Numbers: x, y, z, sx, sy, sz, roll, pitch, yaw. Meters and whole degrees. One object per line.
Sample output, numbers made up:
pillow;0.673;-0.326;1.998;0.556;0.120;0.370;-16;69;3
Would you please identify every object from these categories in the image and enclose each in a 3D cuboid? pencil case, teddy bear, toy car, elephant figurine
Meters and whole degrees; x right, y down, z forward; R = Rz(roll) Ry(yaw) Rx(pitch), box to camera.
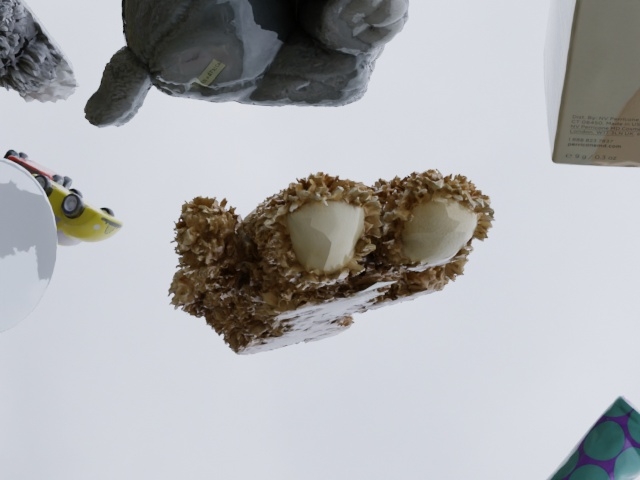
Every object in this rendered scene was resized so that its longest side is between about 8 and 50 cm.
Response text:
pencil case;0.241;0.211;1.722;0.070;0.152;0.064;46;-7;-23
teddy bear;0.000;0.000;1.498;0.338;0.245;0.113;105;-27;-78
toy car;-0.317;-0.065;1.864;0.053;0.225;0.239;-62;-153;2
elephant figurine;-0.031;-0.193;1.126;0.169;0.186;0.239;107;-16;-44

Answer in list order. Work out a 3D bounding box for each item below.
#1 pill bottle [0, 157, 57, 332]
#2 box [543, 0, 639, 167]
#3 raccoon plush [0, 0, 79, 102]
pill bottle;-0.353;-0.002;1.495;0.318;0.176;0.176;3;-76;41
box;0.252;-0.212;1.539;0.311;0.121;0.148;92;0;-51
raccoon plush;-0.424;-0.168;1.801;0.216;0.299;0.446;53;0;43
